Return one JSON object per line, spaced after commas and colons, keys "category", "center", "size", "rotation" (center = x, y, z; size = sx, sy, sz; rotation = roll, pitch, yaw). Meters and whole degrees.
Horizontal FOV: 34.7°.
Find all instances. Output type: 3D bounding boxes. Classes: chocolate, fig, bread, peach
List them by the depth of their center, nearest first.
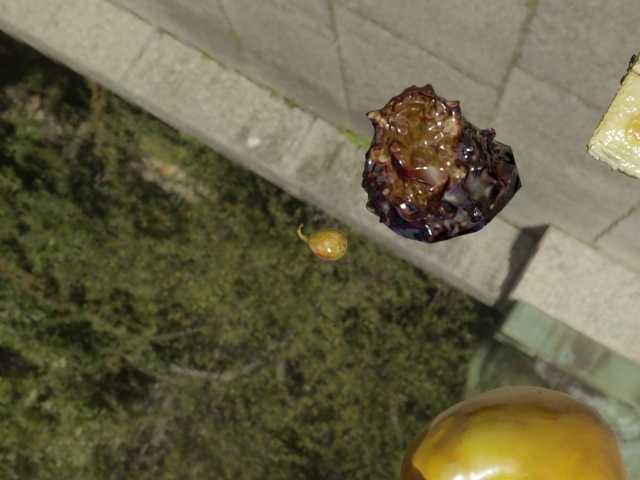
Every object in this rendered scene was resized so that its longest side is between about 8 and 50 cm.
{"category": "peach", "center": [0.251, 0.319, 1.277], "size": [0.289, 0.289, 0.308], "rotation": [28, -173, 28]}
{"category": "chocolate", "center": [0.150, -0.129, 1.426], "size": [0.206, 0.224, 0.177], "rotation": [-94, -15, -45]}
{"category": "bread", "center": [0.505, -0.200, 1.465], "size": [0.174, 0.252, 0.133], "rotation": [31, 146, 12]}
{"category": "fig", "center": [0.000, 0.000, 1.472], "size": [0.083, 0.050, 0.050], "rotation": [26, 172, 27]}
